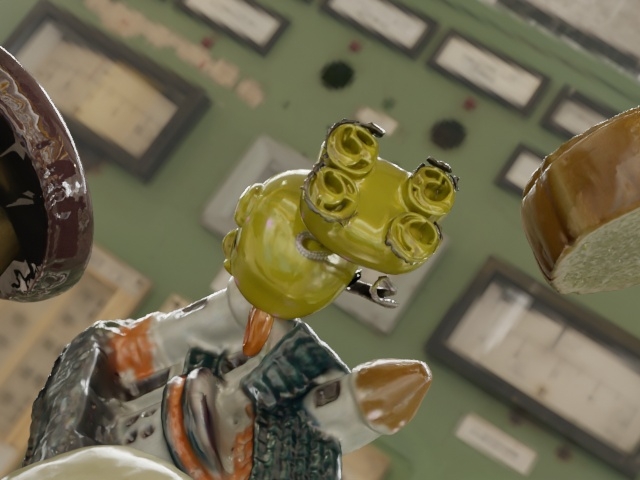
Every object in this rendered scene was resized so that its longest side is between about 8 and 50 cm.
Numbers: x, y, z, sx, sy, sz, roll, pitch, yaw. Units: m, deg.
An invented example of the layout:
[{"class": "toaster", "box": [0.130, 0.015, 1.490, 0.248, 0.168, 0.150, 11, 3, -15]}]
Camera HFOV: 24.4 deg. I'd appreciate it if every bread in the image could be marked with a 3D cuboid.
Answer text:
[{"class": "bread", "box": [0.255, -0.037, 1.053, 0.236, 0.236, 0.070, 81, -11, -69]}]

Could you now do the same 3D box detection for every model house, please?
[{"class": "model house", "box": [-0.060, 0.138, 1.193, 0.190, 0.301, 0.271, 52, 23, -24]}]

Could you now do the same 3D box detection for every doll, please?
[{"class": "doll", "box": [0.000, 0.000, 1.093, 0.135, 0.143, 0.221, 28, -33, -11]}]

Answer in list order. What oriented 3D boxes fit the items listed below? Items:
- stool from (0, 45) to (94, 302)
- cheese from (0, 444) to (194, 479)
[{"class": "stool", "box": [-0.350, -0.039, 1.311, 0.272, 0.178, 0.272, 24, -50, 33]}, {"class": "cheese", "box": [-0.058, 0.224, 0.770, 0.328, 0.351, 0.130, -104, -173, -58]}]
